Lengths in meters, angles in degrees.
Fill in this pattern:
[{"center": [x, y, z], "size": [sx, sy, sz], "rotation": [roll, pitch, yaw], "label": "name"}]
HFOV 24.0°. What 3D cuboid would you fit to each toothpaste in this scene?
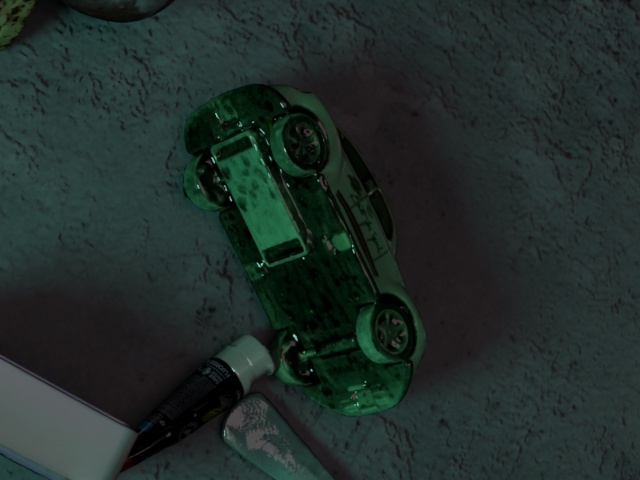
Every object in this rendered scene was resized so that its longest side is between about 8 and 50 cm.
[{"center": [-0.124, 0.152, 1.282], "size": [0.193, 0.071, 0.045], "rotation": [-37, 86, -29], "label": "toothpaste"}]

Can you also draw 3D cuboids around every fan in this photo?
[{"center": [0.016, 0.247, 1.354], "size": [0.282, 0.023, 0.057], "rotation": [47, 67, -11], "label": "fan"}]

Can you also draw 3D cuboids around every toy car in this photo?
[{"center": [0.000, 0.000, 1.315], "size": [0.125, 0.136, 0.306], "rotation": [-35, 101, -45], "label": "toy car"}]

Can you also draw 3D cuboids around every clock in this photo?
[{"center": [-0.253, 0.127, 1.174], "size": [0.197, 0.150, 0.063], "rotation": [32, 76, -18], "label": "clock"}]

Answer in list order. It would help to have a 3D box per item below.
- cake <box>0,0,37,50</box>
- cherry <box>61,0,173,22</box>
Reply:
[{"center": [-0.336, -0.253, 1.238], "size": [0.112, 0.135, 0.246], "rotation": [-21, 64, -36], "label": "cake"}, {"center": [-0.170, -0.265, 1.257], "size": [0.176, 0.140, 0.176], "rotation": [5, 81, -35], "label": "cherry"}]
